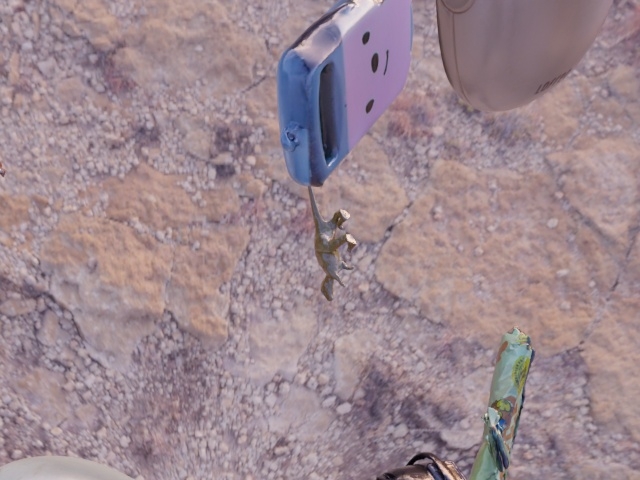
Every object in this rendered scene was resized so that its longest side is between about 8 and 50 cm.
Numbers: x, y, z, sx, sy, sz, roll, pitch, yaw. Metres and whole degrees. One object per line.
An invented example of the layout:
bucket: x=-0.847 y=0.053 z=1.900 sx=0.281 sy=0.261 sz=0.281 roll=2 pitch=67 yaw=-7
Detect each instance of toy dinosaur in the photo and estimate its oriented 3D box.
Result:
toy dinosaur: x=0.000 y=0.000 z=1.221 sx=0.039 sy=0.126 sz=0.162 roll=-15 pitch=58 yaw=-45

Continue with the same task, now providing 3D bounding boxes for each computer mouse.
computer mouse: x=0.140 y=-0.196 z=0.516 sx=0.145 sy=0.236 sz=0.082 roll=-27 pitch=42 yaw=-30

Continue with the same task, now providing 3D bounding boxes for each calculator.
calculator: x=0.031 y=-0.186 z=0.889 sx=0.051 sy=0.172 sz=0.293 roll=18 pitch=46 yaw=23

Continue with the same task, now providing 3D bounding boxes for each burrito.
burrito: x=0.236 y=0.246 z=1.044 sx=0.054 sy=0.104 sz=0.287 roll=14 pitch=77 yaw=16

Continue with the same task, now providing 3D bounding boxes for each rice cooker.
rice cooker: x=0.105 y=0.318 z=0.891 sx=0.107 sy=0.165 sz=0.112 roll=-7 pitch=37 yaw=-27

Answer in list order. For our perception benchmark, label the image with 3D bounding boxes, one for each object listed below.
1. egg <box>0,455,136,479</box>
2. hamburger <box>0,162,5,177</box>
egg: x=-0.346 y=0.450 z=1.168 sx=0.371 sy=0.230 sz=0.229 roll=20 pitch=66 yaw=1
hamburger: x=-0.465 y=-0.054 z=0.709 sx=0.245 sy=0.155 sz=0.282 roll=42 pitch=52 yaw=-16
